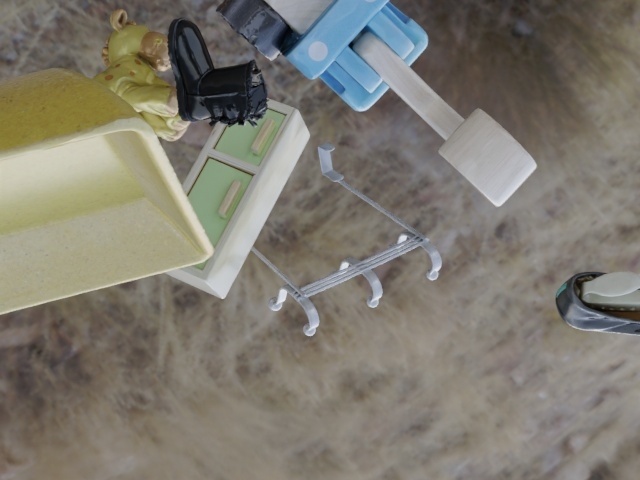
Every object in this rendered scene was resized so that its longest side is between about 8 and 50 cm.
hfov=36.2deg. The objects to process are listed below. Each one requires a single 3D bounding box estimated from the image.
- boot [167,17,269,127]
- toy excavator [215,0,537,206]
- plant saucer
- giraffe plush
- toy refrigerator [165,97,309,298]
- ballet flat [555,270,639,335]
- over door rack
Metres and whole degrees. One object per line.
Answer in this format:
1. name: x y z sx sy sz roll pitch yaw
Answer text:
1. boot: -0.109 -0.178 1.041 0.045 0.099 0.121 -26 115 -55
2. toy excavator: 0.091 -0.260 1.413 0.222 0.445 0.433 -48 -165 7
3. plant saucer: -0.267 -0.021 0.738 0.333 0.081 0.333 -15 165 -3
4. giraffe plush: -0.307 -0.284 1.645 0.210 0.170 0.181 14 162 -14
5. toy refrigerator: -0.126 -0.068 1.350 0.269 0.102 0.094 -62 160 -13
6. ballet flat: 0.450 0.083 1.275 0.280 0.095 0.096 0 148 12
7. over door rack: 0.000 0.000 1.521 0.239 0.324 0.108 -23 137 -23
